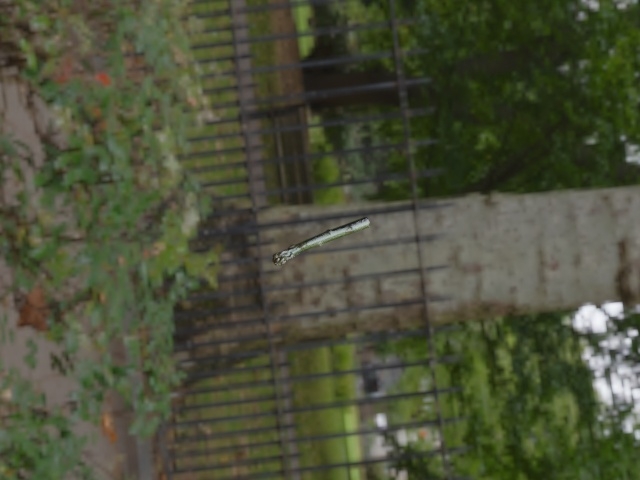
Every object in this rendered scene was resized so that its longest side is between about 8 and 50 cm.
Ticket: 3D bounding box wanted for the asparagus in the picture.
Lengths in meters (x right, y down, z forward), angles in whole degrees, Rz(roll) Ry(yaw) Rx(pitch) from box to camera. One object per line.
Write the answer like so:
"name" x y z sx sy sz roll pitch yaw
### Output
"asparagus" 0.000 0.000 1.266 0.018 0.127 0.015 37 -41 42
